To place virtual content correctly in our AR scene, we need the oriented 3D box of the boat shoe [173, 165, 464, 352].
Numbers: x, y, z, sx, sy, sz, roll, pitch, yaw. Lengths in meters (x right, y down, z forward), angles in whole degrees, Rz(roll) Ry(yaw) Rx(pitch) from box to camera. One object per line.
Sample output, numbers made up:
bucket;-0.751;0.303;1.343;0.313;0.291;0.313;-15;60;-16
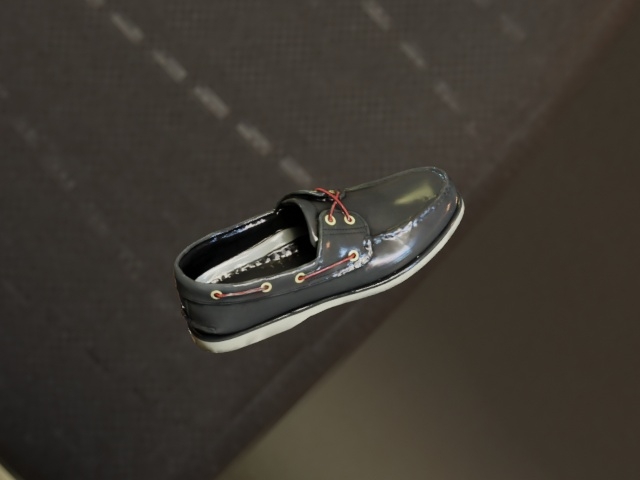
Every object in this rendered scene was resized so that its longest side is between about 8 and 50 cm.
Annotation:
boat shoe;0.001;0.001;0.823;0.049;0.133;0.042;51;-19;47
